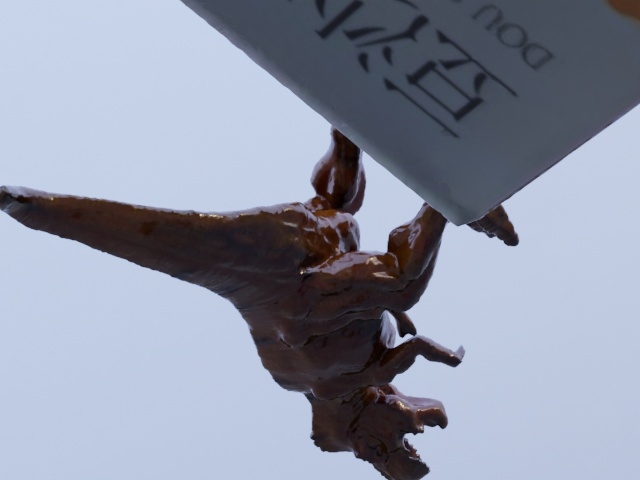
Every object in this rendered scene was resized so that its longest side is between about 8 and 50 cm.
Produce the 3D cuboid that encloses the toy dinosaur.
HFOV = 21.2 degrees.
[{"bbox_3d":[0.000,0.000,0.985,0.208,0.097,0.432,-46,-44,-3],"label":"toy dinosaur"}]

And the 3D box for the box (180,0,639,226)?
[{"bbox_3d":[0.050,-0.228,0.464,0.344,0.122,0.385,38,-46,-15],"label":"box"}]
